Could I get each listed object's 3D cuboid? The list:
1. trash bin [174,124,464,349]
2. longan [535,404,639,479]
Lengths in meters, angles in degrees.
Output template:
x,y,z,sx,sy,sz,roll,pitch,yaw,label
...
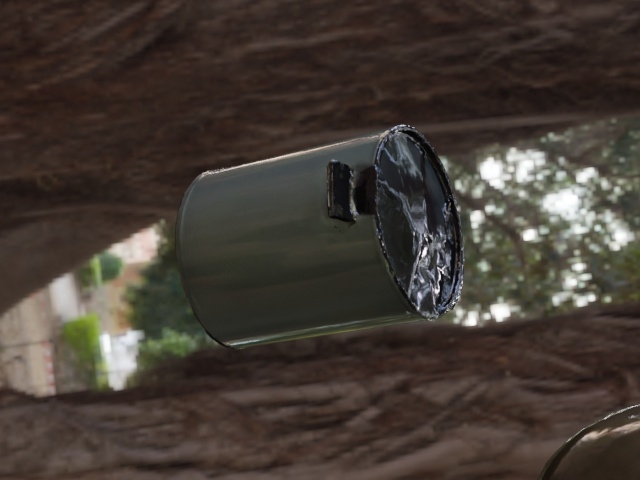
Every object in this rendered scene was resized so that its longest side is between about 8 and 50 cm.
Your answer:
x,y,z,sx,sy,sz,roll,pitch,yaw,label
0.000,0.000,1.413,0.277,0.262,0.217,31,54,-54,trash bin
0.208,0.183,0.710,0.212,0.198,0.198,31,37,-47,longan
